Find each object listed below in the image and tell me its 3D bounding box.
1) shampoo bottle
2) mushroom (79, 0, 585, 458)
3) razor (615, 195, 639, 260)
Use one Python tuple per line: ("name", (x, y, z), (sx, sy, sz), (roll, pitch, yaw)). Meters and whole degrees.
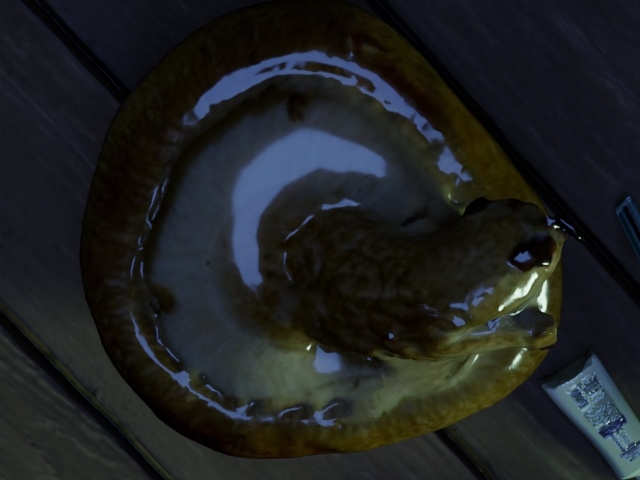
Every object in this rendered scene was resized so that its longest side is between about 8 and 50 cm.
("shampoo bottle", (0.232, 0.153, 1.148), (0.049, 0.034, 0.141), (-37, 100, 2))
("mushroom", (0.000, 0.000, 1.002), (0.345, 0.259, 0.345), (0, 102, 1))
("razor", (0.324, -0.029, 1.104), (0.191, 0.037, 0.068), (-21, 60, 2))
